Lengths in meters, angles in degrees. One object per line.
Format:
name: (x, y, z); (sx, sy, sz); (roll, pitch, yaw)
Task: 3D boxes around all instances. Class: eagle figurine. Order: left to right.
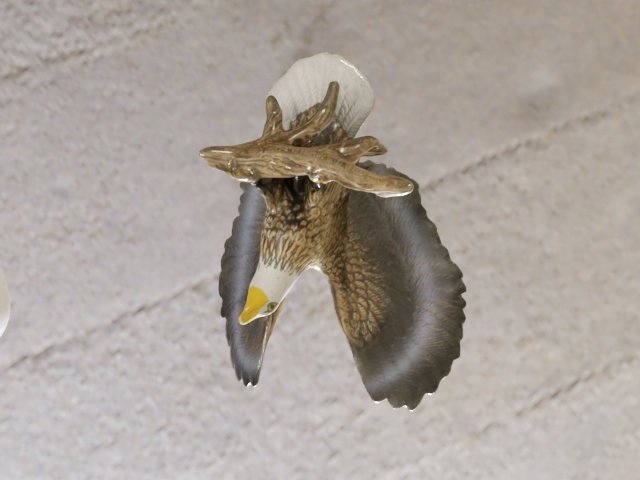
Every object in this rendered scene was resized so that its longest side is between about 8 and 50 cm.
eagle figurine: (-0.008, 0.007, 1.511); (0.225, 0.226, 0.298); (-30, 143, -7)

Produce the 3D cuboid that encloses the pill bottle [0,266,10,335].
pill bottle: (-0.444, 0.088, 1.617); (0.283, 0.161, 0.161); (-31, 149, -55)
